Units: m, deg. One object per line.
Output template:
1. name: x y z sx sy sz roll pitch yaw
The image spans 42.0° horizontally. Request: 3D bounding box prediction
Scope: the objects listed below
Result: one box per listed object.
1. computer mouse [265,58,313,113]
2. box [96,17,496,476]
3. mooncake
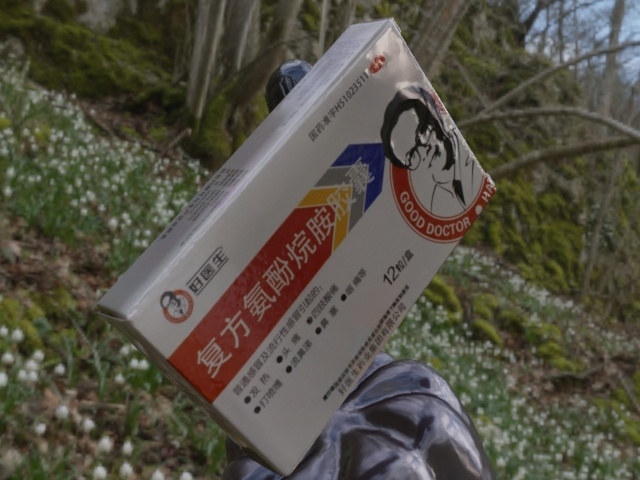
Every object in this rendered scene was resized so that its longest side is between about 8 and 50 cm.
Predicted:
1. computer mouse: -0.041 -0.231 1.327 0.099 0.172 0.057 -25 -37 13
2. box: 0.000 0.000 0.738 0.069 0.353 0.214 7 -38 52
3. mooncake: 0.032 0.245 0.879 0.306 0.154 0.306 -21 18 7
